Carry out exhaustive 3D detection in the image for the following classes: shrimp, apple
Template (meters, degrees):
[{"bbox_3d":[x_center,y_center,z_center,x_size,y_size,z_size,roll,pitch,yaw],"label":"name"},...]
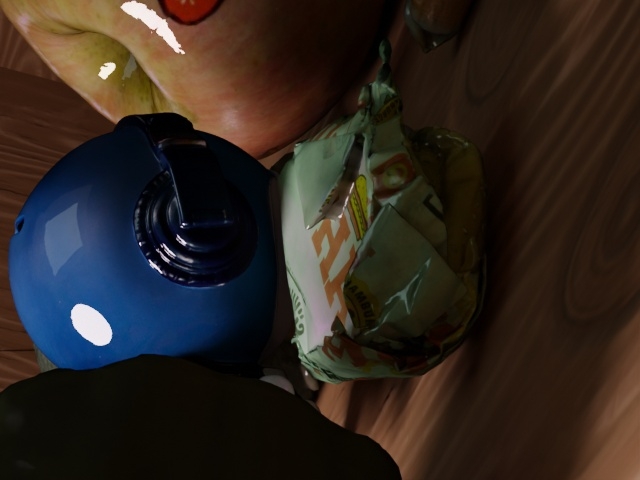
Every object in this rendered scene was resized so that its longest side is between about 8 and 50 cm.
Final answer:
[{"bbox_3d":[0.102,-0.239,1.567,0.166,0.049,0.161,-98,27,-66],"label":"shrimp"},{"bbox_3d":[-0.115,-0.280,1.840,0.346,0.391,0.391,-57,4,-22],"label":"apple"}]

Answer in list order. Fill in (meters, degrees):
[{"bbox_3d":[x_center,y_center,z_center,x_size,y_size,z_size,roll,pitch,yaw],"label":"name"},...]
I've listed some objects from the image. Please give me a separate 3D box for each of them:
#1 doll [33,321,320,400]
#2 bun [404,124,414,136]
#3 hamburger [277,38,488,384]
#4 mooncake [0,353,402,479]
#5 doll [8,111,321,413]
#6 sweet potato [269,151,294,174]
[{"bbox_3d":[-0.121,0.095,1.803,0.349,0.247,0.247,-158,82,-69],"label":"doll"},{"bbox_3d":[0.058,-0.054,1.549,0.083,0.045,0.083,-166,90,-82],"label":"bun"},{"bbox_3d":[0.049,-0.015,1.354,0.214,0.125,0.235,149,130,-67],"label":"hamburger"},{"bbox_3d":[-0.103,0.237,1.200,0.194,0.356,0.356,-81,11,-50],"label":"mooncake"},{"bbox_3d":[-0.113,0.056,1.514,0.284,0.240,0.309,143,122,-68],"label":"doll"},{"bbox_3d":[0.007,-0.001,1.666,0.286,0.085,0.112,-118,22,-57],"label":"sweet potato"}]
